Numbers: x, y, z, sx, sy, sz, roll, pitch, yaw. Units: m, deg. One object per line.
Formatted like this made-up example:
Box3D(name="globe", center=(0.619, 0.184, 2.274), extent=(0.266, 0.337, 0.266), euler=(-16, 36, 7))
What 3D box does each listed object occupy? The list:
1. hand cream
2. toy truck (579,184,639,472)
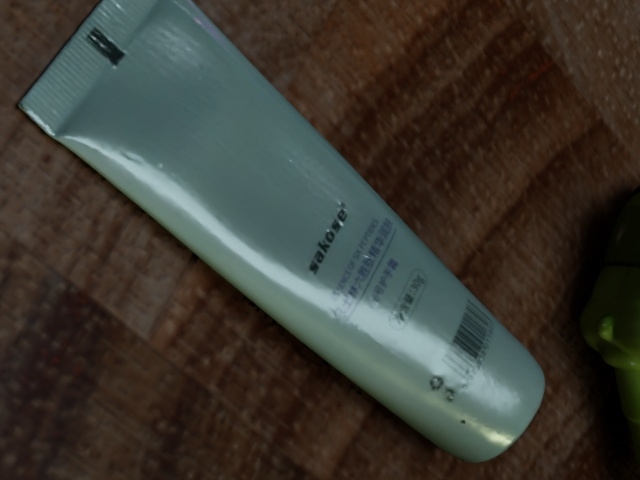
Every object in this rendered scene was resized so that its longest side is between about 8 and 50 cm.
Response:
Box3D(name="hand cream", center=(0.000, 0.000, 0.639), extent=(0.321, 0.067, 0.109), euler=(44, 59, -22))
Box3D(name="toy truck", center=(0.247, 0.058, 0.795), extent=(0.210, 0.148, 0.187), euler=(-41, 110, -15))
